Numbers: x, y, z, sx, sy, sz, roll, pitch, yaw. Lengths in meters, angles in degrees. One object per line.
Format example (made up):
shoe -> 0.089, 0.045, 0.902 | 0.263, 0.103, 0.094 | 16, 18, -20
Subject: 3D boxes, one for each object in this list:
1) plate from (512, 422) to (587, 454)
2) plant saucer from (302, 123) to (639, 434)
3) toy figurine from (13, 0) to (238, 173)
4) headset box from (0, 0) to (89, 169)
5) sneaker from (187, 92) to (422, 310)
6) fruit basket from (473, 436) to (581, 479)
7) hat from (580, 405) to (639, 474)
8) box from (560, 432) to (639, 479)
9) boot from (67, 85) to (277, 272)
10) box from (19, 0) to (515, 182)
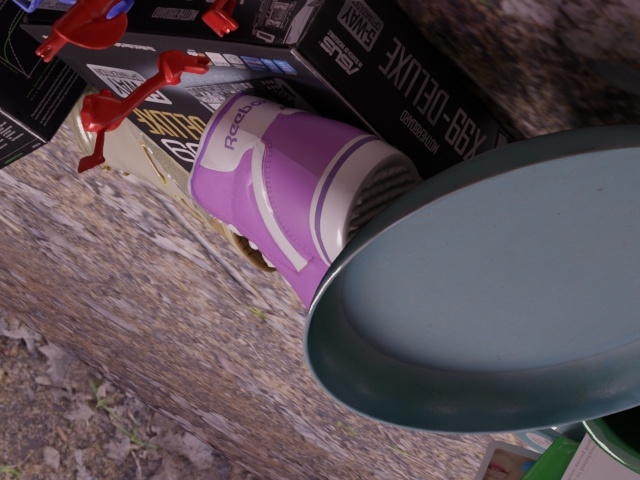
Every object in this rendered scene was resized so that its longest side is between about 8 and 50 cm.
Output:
plate -> 0.243, 0.200, 1.716 | 0.188, 0.024, 0.188 | 27, 165, 8
plant saucer -> 0.143, 0.024, 1.003 | 0.317, 0.044, 0.317 | -8, 147, -5
toy figurine -> -0.234, -0.204, 1.043 | 0.362, 0.191, 0.217 | 36, 170, -12
headset box -> -0.322, -0.192, 1.328 | 0.283, 0.131, 0.246 | 35, 165, -15
sneaker -> 0.001, -0.001, 1.121 | 0.161, 0.102, 0.282 | 25, 153, 28
fruit basket -> 0.252, 0.353, 1.545 | 0.327, 0.353, 0.165 | 18, 131, 17
hat -> 0.280, 0.068, 1.221 | 0.173, 0.183, 0.208 | 50, 124, 0
box -> 0.301, 0.237, 1.418 | 0.119, 0.181, 0.182 | 42, 162, -31
boot -> -0.121, -0.062, 1.470 | 0.165, 0.077, 0.213 | 16, 154, 43
box -> -0.030, -0.100, 1.171 | 0.307, 0.076, 0.242 | 13, 157, 47
